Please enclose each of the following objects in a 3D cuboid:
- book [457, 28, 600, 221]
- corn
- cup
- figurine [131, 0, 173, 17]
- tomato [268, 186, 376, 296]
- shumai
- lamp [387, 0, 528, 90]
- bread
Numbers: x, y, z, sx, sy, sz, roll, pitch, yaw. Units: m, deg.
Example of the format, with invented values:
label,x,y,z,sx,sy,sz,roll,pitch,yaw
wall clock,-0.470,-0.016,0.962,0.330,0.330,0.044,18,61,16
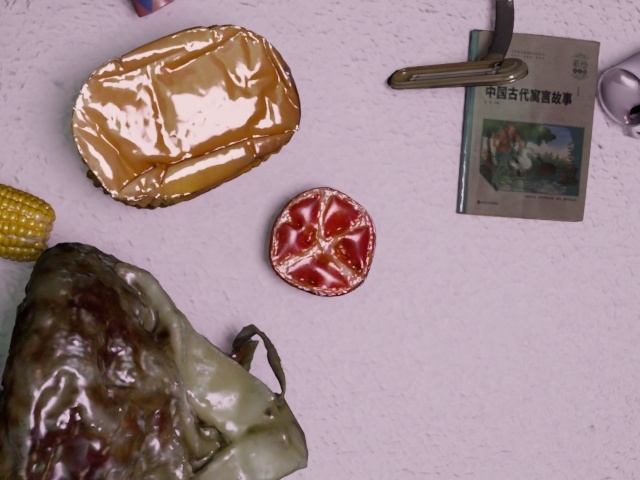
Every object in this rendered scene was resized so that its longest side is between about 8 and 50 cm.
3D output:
label,x,y,z,sx,sy,sz,roll,pitch,yaw
book,0.319,-0.173,1.132,0.215,0.025,0.282,2,92,-11
corn,-0.462,-0.044,0.928,0.244,0.093,0.093,18,87,-12
cup,0.506,-0.235,1.141,0.133,0.136,0.099,-31,68,-18
figurine,-0.259,-0.413,0.909,0.158,0.275,0.161,8,59,25
tomato,0.000,0.000,1.042,0.156,0.069,0.155,-1,95,-11
shumai,-0.189,0.215,0.864,0.348,0.395,0.395,9,90,-11
lamp,0.195,-0.346,1.063,0.203,0.124,0.283,-2,89,21
bread,-0.180,-0.160,0.960,0.288,0.156,0.204,-33,106,-12
